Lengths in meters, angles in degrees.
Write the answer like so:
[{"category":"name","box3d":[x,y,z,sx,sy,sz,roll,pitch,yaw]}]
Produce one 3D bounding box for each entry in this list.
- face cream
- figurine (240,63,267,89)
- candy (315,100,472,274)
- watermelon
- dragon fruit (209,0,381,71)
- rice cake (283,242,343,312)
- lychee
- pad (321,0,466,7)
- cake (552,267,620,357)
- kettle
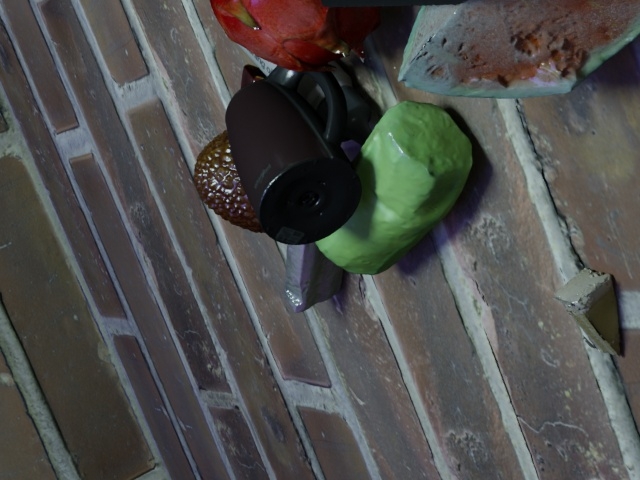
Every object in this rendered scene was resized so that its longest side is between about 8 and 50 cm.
[{"category":"face cream","box3d":[-0.020,-0.242,1.801,0.311,0.092,0.092,48,150,26]},{"category":"figurine","box3d":[-0.073,-0.224,1.917,0.154,0.098,0.082,-116,29,-71]},{"category":"candy","box3d":[0.094,-0.062,1.707,0.343,0.131,0.142,125,132,-60]},{"category":"watermelon","box3d":[0.206,-0.264,1.253,0.224,0.180,0.305,57,136,14]},{"category":"dragon fruit","box3d":[-0.036,-0.341,1.591,0.241,0.241,0.252,34,160,45]},{"category":"rice cake","box3d":[-0.002,0.002,1.962,0.050,0.106,0.298,47,149,28]},{"category":"lychee","box3d":[-0.105,-0.102,1.984,0.194,0.194,0.194,42,146,37]},{"category":"pad","box3d":[0.126,-0.321,1.329,0.063,0.315,0.375,26,179,-26]},{"category":"cake","box3d":[0.343,0.093,1.514,0.052,0.065,0.121,22,154,53]},{"category":"kettle","box3d":[-0.043,-0.139,1.668,0.202,0.144,0.232,-57,41,26]}]
